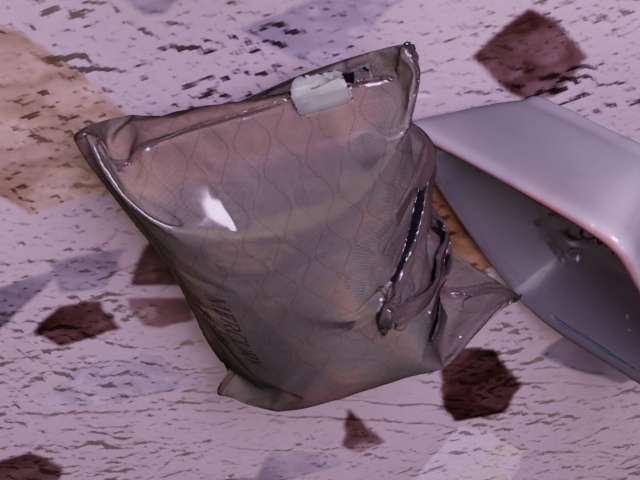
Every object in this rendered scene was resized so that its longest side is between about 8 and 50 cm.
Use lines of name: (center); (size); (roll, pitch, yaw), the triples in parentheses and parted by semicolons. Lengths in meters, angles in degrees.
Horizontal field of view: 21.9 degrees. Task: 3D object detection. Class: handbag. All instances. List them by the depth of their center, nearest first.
handbag: (0.000, 0.000, 0.834); (0.182, 0.117, 0.270); (-17, 146, 5)

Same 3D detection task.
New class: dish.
dish: (0.152, 0.007, 0.886); (0.064, 0.154, 0.234); (-49, 140, -10)
